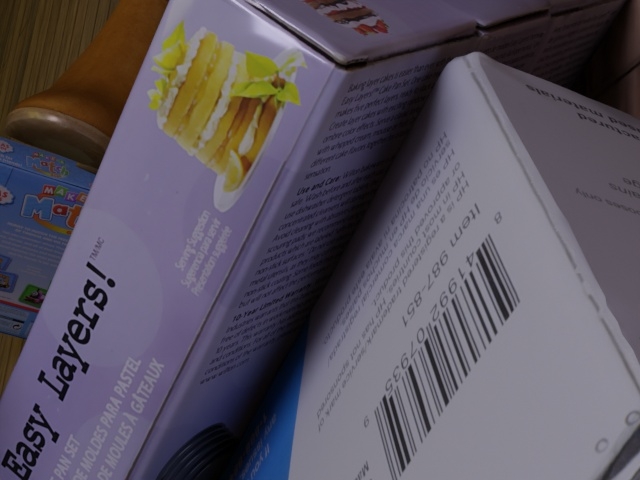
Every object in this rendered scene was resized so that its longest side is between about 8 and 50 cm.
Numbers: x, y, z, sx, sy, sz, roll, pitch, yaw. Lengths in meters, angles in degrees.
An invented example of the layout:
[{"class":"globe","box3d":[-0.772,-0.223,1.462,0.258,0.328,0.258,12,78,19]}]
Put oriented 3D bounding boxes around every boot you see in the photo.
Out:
[{"class":"boot","box3d":[-0.144,-0.155,1.097,0.295,0.104,0.211,57,-127,-87]}]

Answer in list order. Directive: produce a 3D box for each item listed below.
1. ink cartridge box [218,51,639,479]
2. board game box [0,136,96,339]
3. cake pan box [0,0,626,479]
[{"class":"ink cartridge box","box3d":[0.072,0.126,0.386,0.223,0.129,0.307,-61,23,26]},{"class":"board game box","box3d":[-0.284,0.003,1.341,0.211,0.160,0.039,-56,25,38]},{"class":"cake pan box","box3d":[0.000,0.000,0.562,0.267,0.070,0.245,-26,-30,-56]}]
